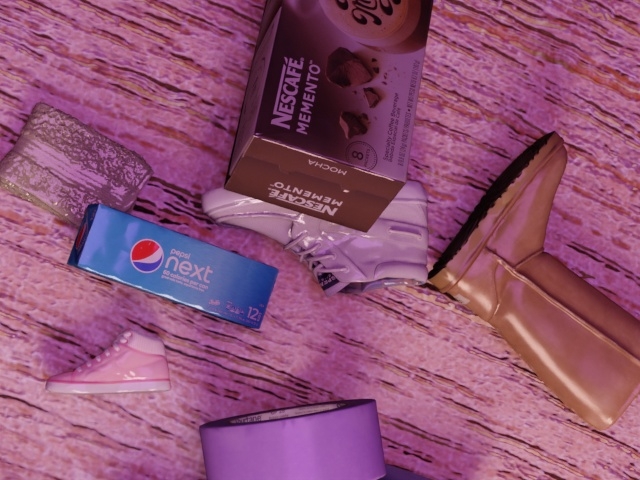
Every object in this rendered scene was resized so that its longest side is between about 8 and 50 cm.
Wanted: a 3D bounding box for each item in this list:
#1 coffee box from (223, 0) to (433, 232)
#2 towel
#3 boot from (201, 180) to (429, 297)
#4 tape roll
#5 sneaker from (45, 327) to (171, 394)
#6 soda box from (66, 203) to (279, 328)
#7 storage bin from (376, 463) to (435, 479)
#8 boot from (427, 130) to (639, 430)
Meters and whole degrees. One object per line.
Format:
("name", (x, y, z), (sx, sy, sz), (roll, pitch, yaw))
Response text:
("coffee box", (0.014, -0.179, 1.633), (0.168, 0.119, 0.297), (18, 60, -12))
("towel", (-0.265, -0.074, 1.652), (0.148, 0.027, 0.110), (31, 78, -10))
("boot", (0.000, 0.000, 1.674), (0.258, 0.095, 0.123), (-1, 79, -15))
("tape roll", (-0.029, 0.218, 1.602), (0.189, 0.189, 0.080), (-8, 87, -14))
("sneaker", (-0.227, 0.129, 1.634), (0.134, 0.051, 0.070), (-1, 84, -17))
("soda box", (-0.157, 0.028, 1.636), (0.210, 0.067, 0.071), (21, 84, -19))
("storage bin", (0.104, 0.315, 1.685), (0.135, 0.098, 0.091), (21, 109, -12))
("boot", (0.286, 0.044, 1.751), (0.269, 0.089, 0.236), (38, 88, -8))
